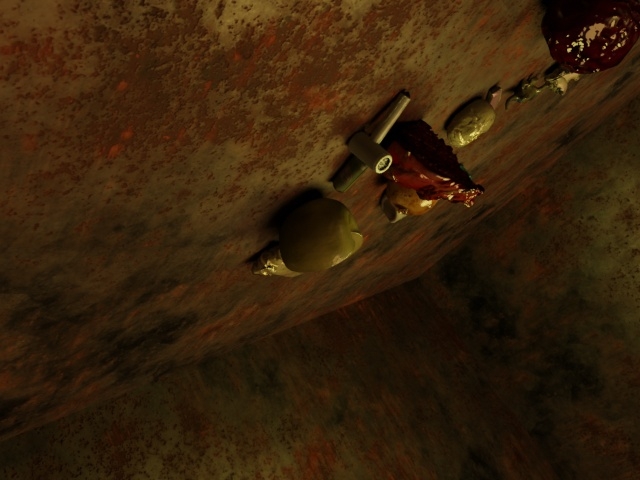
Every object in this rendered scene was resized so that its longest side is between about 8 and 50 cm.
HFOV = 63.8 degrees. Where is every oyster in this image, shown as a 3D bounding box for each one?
[{"bbox_3d":[0.966,-0.648,2.001,0.260,0.092,0.198,-35,165,-25],"label":"oyster"}]

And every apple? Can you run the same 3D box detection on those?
[{"bbox_3d":[-0.008,-0.019,1.741,0.258,0.233,0.295,-18,178,18],"label":"apple"}]

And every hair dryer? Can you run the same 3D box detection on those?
[{"bbox_3d":[0.195,-0.323,1.495,0.073,0.131,0.236,12,119,-54],"label":"hair dryer"}]

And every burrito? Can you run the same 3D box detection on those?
[{"bbox_3d":[-0.125,0.081,2.015,0.175,0.107,0.348,-25,166,28],"label":"burrito"}]

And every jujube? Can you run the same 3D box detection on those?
[{"bbox_3d":[0.796,-0.630,1.514,0.377,0.258,0.258,4,141,-43],"label":"jujube"}]

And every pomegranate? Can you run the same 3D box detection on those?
[{"bbox_3d":[0.353,-0.186,1.936,0.215,0.215,0.215,-30,162,-11],"label":"pomegranate"}]

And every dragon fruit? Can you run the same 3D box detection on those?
[{"bbox_3d":[0.331,-0.184,1.651,0.228,0.329,0.286,-48,176,35],"label":"dragon fruit"}]

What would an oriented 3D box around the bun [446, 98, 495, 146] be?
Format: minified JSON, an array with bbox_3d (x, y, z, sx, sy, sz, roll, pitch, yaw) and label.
[{"bbox_3d":[0.541,-0.411,1.842,0.188,0.111,0.164,-41,164,13],"label":"bun"}]

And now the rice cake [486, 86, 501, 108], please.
[{"bbox_3d":[0.621,-0.494,1.884,0.047,0.036,0.206,-41,163,-9],"label":"rice cake"}]

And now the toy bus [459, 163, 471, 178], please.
[{"bbox_3d":[0.608,-0.266,2.365,0.160,0.091,0.079,-36,161,10],"label":"toy bus"}]

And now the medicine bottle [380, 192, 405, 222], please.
[{"bbox_3d":[0.418,-0.204,2.160,0.324,0.124,0.179,-30,162,-15],"label":"medicine bottle"}]

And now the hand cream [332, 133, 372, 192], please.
[{"bbox_3d":[0.109,-0.233,1.644,0.055,0.086,0.235,1,150,-33],"label":"hand cream"}]

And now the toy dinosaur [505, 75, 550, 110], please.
[{"bbox_3d":[0.767,-0.541,1.969,0.248,0.075,0.188,-36,170,-12],"label":"toy dinosaur"}]
